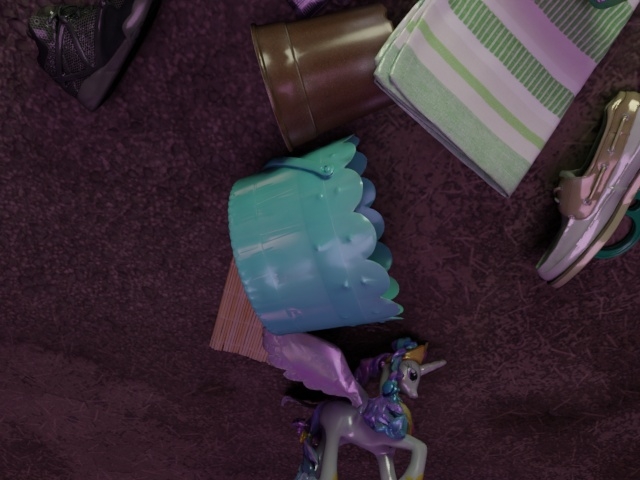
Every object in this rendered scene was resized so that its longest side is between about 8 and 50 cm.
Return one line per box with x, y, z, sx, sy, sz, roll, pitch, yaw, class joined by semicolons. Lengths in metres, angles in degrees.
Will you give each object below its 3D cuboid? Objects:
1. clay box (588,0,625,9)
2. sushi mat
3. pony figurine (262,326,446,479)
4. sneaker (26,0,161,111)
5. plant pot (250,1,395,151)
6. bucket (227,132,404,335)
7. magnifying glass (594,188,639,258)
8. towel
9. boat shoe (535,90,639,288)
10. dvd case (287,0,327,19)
0.285;-0.351;0.461;0.222;0.127;0.053;43;81;-19;clay box
-0.116;0.119;0.898;0.151;0.019;0.317;16;121;-8;sushi mat
0.047;0.334;0.862;0.350;0.364;0.303;2;137;16;pony figurine
-0.302;-0.291;0.613;0.130;0.087;0.227;36;123;-25;sneaker
0.014;-0.219;0.603;0.165;0.167;0.167;-16;120;5;plant pot
0.000;0.000;0.674;0.182;0.281;0.281;-14;120;10;bucket
0.505;-0.068;0.744;0.092;0.026;0.231;17;123;-7;magnifying glass
0.237;-0.253;0.554;0.247;0.038;0.325;34;90;-18;towel
0.406;-0.072;0.701;0.103;0.113;0.303;31;110;12;boat shoe
-0.032;-0.413;0.561;0.164;0.018;0.221;-36;114;22;dvd case
